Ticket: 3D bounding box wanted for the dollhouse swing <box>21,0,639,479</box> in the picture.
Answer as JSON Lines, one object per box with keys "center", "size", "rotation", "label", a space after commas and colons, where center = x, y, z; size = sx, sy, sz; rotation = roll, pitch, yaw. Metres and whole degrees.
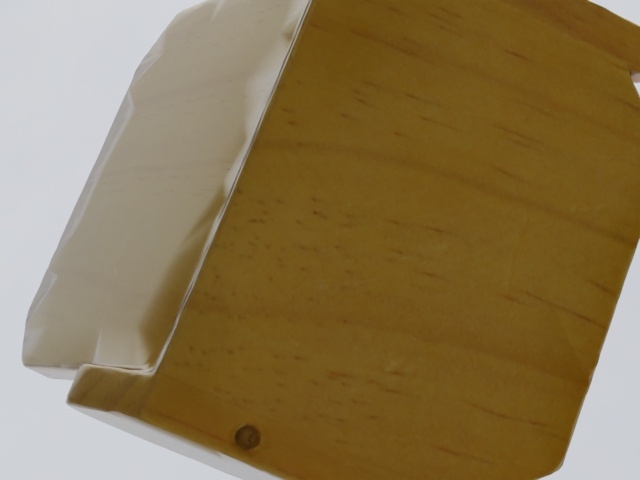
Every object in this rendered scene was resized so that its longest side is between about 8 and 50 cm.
{"center": [0.000, 0.000, 1.040], "size": [0.347, 0.315, 0.305], "rotation": [-69, -170, -15], "label": "dollhouse swing"}
